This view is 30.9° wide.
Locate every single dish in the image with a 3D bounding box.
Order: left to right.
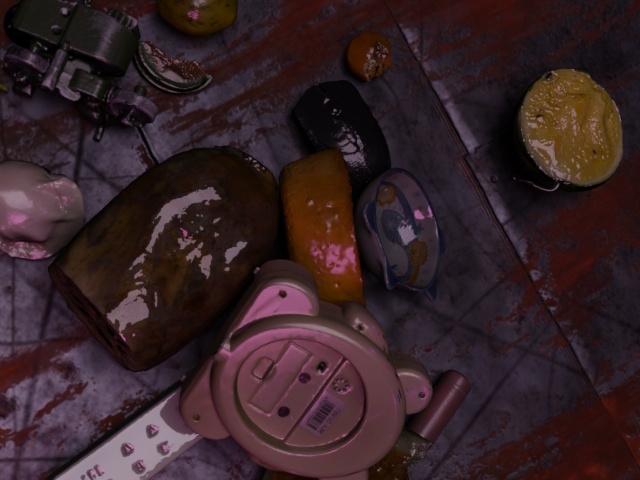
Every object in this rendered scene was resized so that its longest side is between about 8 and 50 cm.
[{"bbox_3d":[0.106,0.001,1.868,0.236,0.086,0.228,44,45,-39],"label":"dish"}]

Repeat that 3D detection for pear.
[{"bbox_3d":[-0.195,-0.381,1.843,0.131,0.107,0.107,14,76,-24],"label":"pear"}]

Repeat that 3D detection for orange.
[{"bbox_3d":[0.084,-0.314,1.951,0.086,0.062,0.086,4,76,-18],"label":"orange"}]

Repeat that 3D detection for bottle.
[{"bbox_3d":[0.191,0.277,1.888,0.053,0.053,0.140,41,71,-8],"label":"bottle"}]

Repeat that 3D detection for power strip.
[{"bbox_3d":[-0.231,0.281,1.738,0.385,0.062,0.091,-36,96,-20],"label":"power strip"}]

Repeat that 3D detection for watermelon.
[{"bbox_3d":[0.415,-0.175,2.005,0.204,0.127,0.232,15,74,-16],"label":"watermelon"}]

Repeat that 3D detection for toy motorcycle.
[{"bbox_3d":[-0.359,-0.285,1.766,0.275,0.127,0.205,23,73,-7],"label":"toy motorcycle"}]

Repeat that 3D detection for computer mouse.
[{"bbox_3d":[0.044,-0.162,1.904,0.122,0.073,0.217,-30,90,-21],"label":"computer mouse"}]

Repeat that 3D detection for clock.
[{"bbox_3d":[-0.019,0.209,1.667,0.309,0.114,0.284,32,104,-12],"label":"clock"}]

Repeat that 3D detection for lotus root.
[{"bbox_3d":[-0.214,0.010,1.697,0.250,0.250,0.346,45,74,-7],"label":"lotus root"}]

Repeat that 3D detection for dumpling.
[{"bbox_3d":[-0.443,-0.044,1.711,0.176,0.092,0.150,-3,95,-25],"label":"dumpling"}]

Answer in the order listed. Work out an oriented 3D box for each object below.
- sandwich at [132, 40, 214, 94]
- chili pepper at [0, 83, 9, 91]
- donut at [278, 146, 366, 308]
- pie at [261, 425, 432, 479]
[{"bbox_3d":[-0.235,-0.269,1.849,0.135,0.029,0.067,16,77,-16],"label":"sandwich"},{"bbox_3d":[-0.515,-0.227,1.752,0.083,0.017,0.030,-20,88,-18],"label":"chili pepper"},{"bbox_3d":[0.000,-0.003,1.772,0.108,0.277,0.278,-8,83,-2],"label":"donut"},{"bbox_3d":[0.049,0.398,1.757,0.302,0.067,0.303,-1,59,2],"label":"pie"}]
